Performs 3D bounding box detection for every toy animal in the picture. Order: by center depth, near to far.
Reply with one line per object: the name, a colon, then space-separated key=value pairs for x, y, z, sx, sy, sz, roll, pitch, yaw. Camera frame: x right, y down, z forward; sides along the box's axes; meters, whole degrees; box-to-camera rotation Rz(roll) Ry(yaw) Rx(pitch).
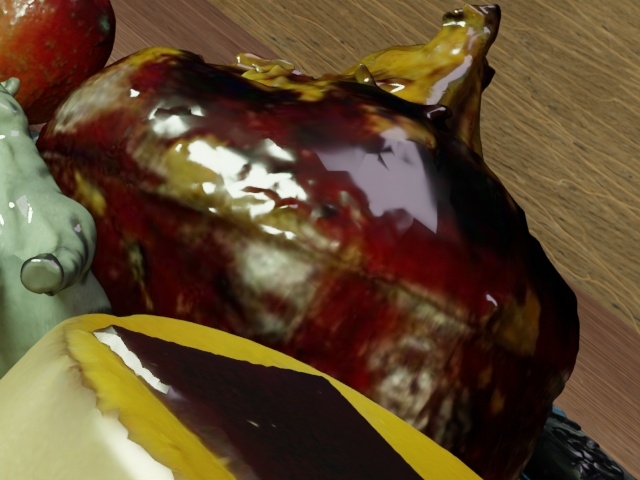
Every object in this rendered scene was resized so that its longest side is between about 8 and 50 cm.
toy animal: x=-0.140 y=0.026 z=0.886 sx=0.170 sy=0.090 sz=0.255 roll=88 pitch=-8 yaw=-85

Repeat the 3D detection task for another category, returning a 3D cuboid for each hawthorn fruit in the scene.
hawthorn fruit: x=-0.246 y=-0.193 z=1.595 sx=0.157 sy=0.194 sz=0.157 roll=44 pitch=8 yaw=-8

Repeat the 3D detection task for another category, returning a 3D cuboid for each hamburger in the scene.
hamburger: x=-0.022 y=0.159 z=0.657 sx=0.300 sy=0.176 sz=0.300 roll=34 pitch=11 yaw=-7

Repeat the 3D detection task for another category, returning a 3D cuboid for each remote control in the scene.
remote control: x=0.233 y=0.218 z=1.565 sx=0.145 sy=0.062 sz=0.399 roll=28 pitch=10 yaw=-38

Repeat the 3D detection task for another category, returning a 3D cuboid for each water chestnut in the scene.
water chestnut: x=0.000 y=0.000 z=1.060 sx=0.335 sy=0.347 sz=0.335 roll=31 pitch=0 yaw=0

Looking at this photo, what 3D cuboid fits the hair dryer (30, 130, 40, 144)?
hair dryer: x=-0.202 y=-0.066 z=1.568 sx=0.195 sy=0.050 sz=0.173 roll=27 pitch=10 yaw=-23
